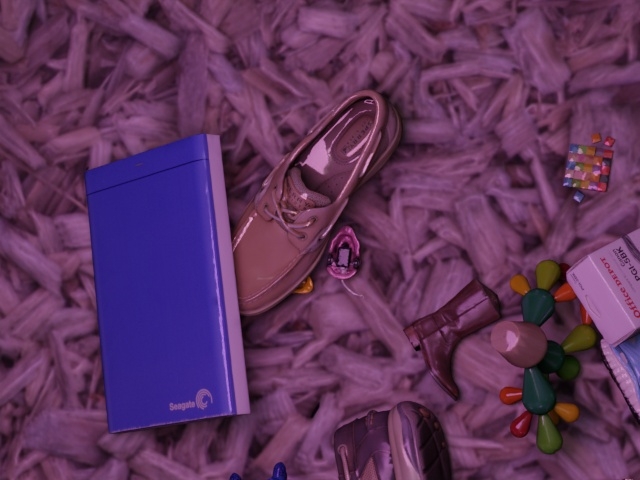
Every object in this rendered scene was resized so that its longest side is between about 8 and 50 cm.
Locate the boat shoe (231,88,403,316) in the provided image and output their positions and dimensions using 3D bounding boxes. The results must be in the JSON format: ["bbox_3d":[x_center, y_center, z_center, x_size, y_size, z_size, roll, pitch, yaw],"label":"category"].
[{"bbox_3d":[-0.022,-0.046,1.726,0.109,0.098,0.302,40,93,13],"label":"boat shoe"}]

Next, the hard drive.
[{"bbox_3d":[-0.183,0.055,1.766,0.210,0.040,0.318,-14,79,40],"label":"hard drive"}]

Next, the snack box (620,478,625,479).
[{"bbox_3d":[0.314,0.343,1.642,0.100,0.037,0.141,-25,79,7],"label":"snack box"}]

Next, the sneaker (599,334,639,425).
[{"bbox_3d":[0.373,0.167,1.671,0.073,0.063,0.162,-29,78,4],"label":"sneaker"}]

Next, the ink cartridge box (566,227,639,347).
[{"bbox_3d":[0.353,0.041,1.659,0.135,0.056,0.099,-25,77,-28],"label":"ink cartridge box"}]

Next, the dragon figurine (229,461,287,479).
[{"bbox_3d":[-0.066,0.391,1.693,0.085,0.144,0.289,1,83,12],"label":"dragon figurine"}]

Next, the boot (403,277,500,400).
[{"bbox_3d":[0.167,0.112,1.736,0.114,0.037,0.106,-33,80,2],"label":"boot"}]

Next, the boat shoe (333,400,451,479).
[{"bbox_3d":[0.085,0.361,1.687,0.130,0.132,0.355,-11,74,22],"label":"boat shoe"}]

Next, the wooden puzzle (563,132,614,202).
[{"bbox_3d":[0.307,-0.084,1.743,0.049,0.006,0.083,9,85,13],"label":"wooden puzzle"}]

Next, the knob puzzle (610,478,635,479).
[{"bbox_3d":[0.311,0.355,1.677,0.213,0.030,0.213,-2,82,12],"label":"knob puzzle"}]

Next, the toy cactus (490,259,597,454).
[{"bbox_3d":[0.230,0.117,1.655,0.112,0.180,0.219,6,79,33],"label":"toy cactus"}]

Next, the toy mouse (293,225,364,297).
[{"bbox_3d":[0.000,0.000,1.785,0.161,0.031,0.143,29,90,13],"label":"toy mouse"}]
